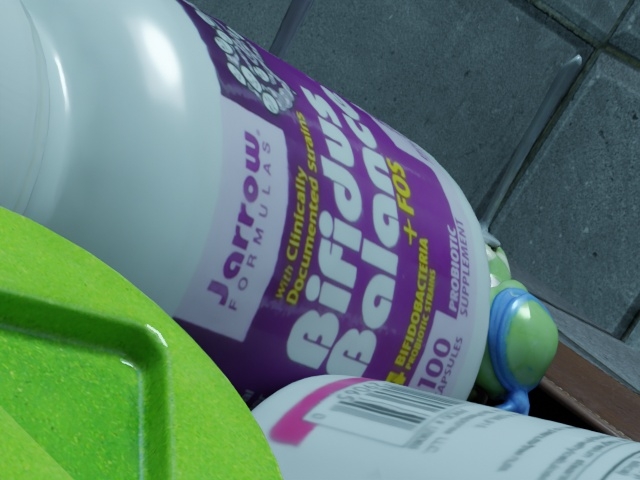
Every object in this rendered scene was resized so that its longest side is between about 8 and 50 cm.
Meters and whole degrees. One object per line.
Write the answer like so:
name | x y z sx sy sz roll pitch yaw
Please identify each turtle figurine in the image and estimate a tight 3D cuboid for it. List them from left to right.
turtle figurine | 0.000 0.000 0.875 0.266 0.275 0.198 -14 2 34

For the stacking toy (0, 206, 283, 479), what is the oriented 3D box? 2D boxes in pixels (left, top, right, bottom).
stacking toy | -0.072 0.131 0.331 0.309 0.130 0.279 43 18 5

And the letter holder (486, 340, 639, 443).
letter holder | 0.148 0.176 0.889 0.302 0.152 0.214 36 10 26

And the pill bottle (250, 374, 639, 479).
pill bottle | 0.100 0.144 0.510 0.283 0.160 0.160 11 -5 33

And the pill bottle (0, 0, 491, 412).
pill bottle | -0.073 -0.003 0.606 0.169 0.169 0.301 37 7 34
